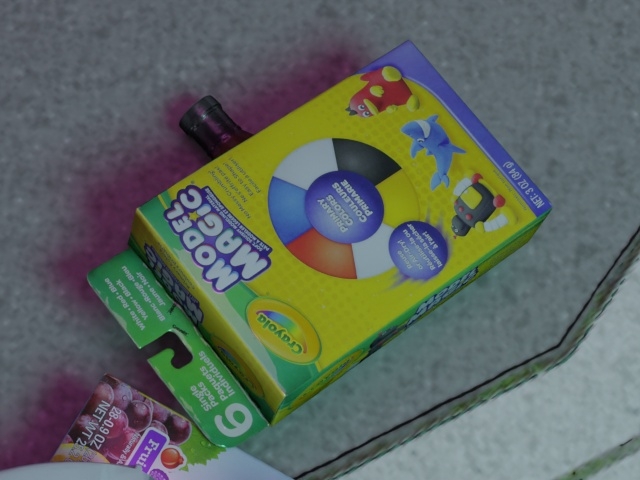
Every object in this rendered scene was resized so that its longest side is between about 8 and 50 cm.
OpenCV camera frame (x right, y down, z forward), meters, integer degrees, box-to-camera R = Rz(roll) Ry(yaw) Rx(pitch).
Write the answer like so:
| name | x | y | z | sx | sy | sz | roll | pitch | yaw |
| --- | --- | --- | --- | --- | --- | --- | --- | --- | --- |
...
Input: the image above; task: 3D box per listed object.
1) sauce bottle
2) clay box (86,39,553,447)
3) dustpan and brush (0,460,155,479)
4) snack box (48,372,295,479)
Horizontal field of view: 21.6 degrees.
| name | x | y | z | sx | sy | sz | roll | pitch | yaw |
| --- | --- | --- | --- | --- | --- | --- | --- | --- | --- |
| sauce bottle | -0.028 | -0.030 | 0.950 | 0.042 | 0.042 | 0.128 | -38 | 81 | -17 |
| clay box | 0.000 | 0.000 | 0.890 | 0.222 | 0.053 | 0.127 | -34 | 77 | -25 |
| dustpan and brush | -0.194 | 0.168 | 0.795 | 0.211 | 0.060 | 0.147 | 9 | 66 | -4 |
| snack box | -0.066 | 0.195 | 0.855 | 0.207 | 0.070 | 0.174 | 29 | 70 | 3 |
